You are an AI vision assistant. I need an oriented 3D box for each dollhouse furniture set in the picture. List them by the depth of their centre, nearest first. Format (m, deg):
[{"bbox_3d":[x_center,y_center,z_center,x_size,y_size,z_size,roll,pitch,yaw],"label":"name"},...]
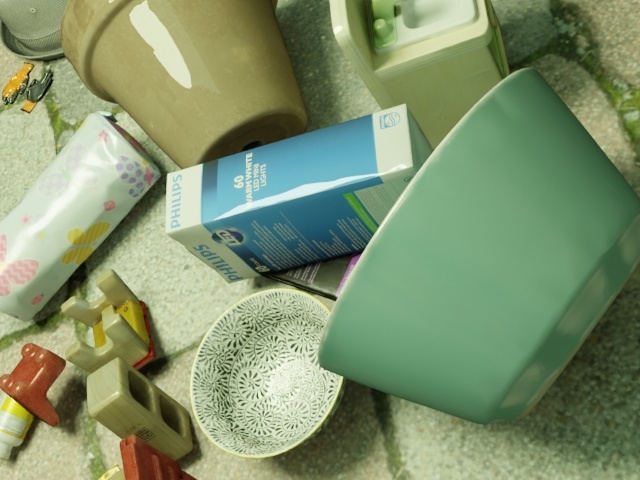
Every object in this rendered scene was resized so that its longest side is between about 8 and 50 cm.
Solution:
[{"bbox_3d":[-0.230,0.233,0.936,0.201,0.152,0.374,-35,37,7],"label":"dollhouse furniture set"}]

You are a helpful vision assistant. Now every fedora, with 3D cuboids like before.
[{"bbox_3d":[-0.392,-0.398,1.331,0.275,0.124,0.244,-24,57,15],"label":"fedora"}]

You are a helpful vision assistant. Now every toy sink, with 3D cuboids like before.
[{"bbox_3d":[0.112,-0.216,0.913,0.131,0.234,0.153,-16,58,19],"label":"toy sink"}]

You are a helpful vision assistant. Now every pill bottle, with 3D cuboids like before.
[{"bbox_3d":[-0.360,0.210,1.050,0.043,0.043,0.083,13,72,32],"label":"pill bottle"}]

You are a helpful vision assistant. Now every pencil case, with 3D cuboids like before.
[{"bbox_3d":[-0.323,-0.030,1.112,0.273,0.113,0.124,-46,63,-2],"label":"pencil case"}]

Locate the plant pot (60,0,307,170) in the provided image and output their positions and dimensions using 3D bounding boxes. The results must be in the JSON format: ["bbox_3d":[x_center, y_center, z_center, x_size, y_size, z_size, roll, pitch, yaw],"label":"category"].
[{"bbox_3d":[-0.133,-0.193,1.039,0.263,0.263,0.229,-33,71,8],"label":"plant pot"}]

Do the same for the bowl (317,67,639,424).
[{"bbox_3d":[0.156,0.029,0.756,0.163,0.311,0.311,35,84,15],"label":"bowl"}]

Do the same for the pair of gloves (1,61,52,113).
[{"bbox_3d":[-0.436,-0.229,1.336,0.083,0.010,0.074,22,76,33],"label":"pair of gloves"}]

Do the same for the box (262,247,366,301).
[{"bbox_3d":[0.000,0.000,0.985,0.162,0.029,0.116,16,73,33],"label":"box"}]

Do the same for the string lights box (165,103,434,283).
[{"bbox_3d":[-0.011,-0.039,0.910,0.259,0.133,0.077,-14,60,19],"label":"string lights box"}]

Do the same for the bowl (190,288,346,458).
[{"bbox_3d":[-0.038,0.141,0.900,0.170,0.080,0.170,-12,60,21],"label":"bowl"}]
